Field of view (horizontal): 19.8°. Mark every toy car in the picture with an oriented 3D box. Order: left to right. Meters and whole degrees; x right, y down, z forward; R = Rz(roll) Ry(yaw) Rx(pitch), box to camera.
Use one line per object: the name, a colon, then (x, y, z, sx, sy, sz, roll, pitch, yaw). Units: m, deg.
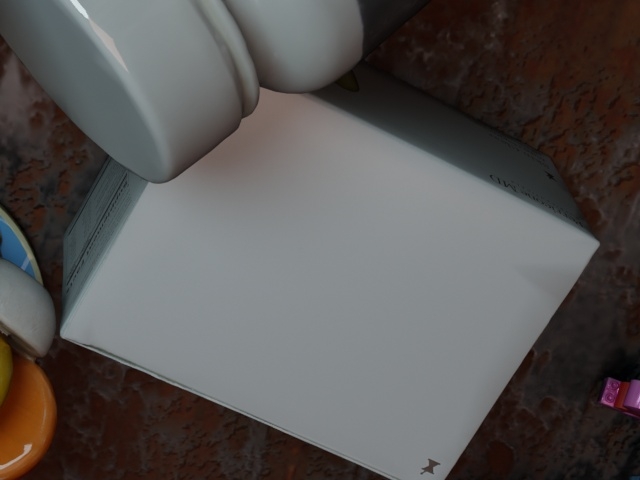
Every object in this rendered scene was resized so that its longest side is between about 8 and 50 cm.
toy car: (-0.228, 0.088, 1.108, 0.159, 0.182, 0.136, -54, 134, -12)

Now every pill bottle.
pill bottle: (0.000, -0.207, 0.947, 0.361, 0.204, 0.204, -41, 115, -14)

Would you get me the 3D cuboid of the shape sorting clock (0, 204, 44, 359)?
shape sorting clock: (-0.282, 0.044, 1.187, 0.206, 0.040, 0.206, -3, 115, -6)

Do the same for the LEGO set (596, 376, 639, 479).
LEGO set: (0.296, 0.171, 1.244, 0.227, 0.093, 0.087, 21, 80, -5)

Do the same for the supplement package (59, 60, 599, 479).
supplement package: (0.000, 0.000, 1.141, 0.262, 0.145, 0.204, 25, 110, -17)
